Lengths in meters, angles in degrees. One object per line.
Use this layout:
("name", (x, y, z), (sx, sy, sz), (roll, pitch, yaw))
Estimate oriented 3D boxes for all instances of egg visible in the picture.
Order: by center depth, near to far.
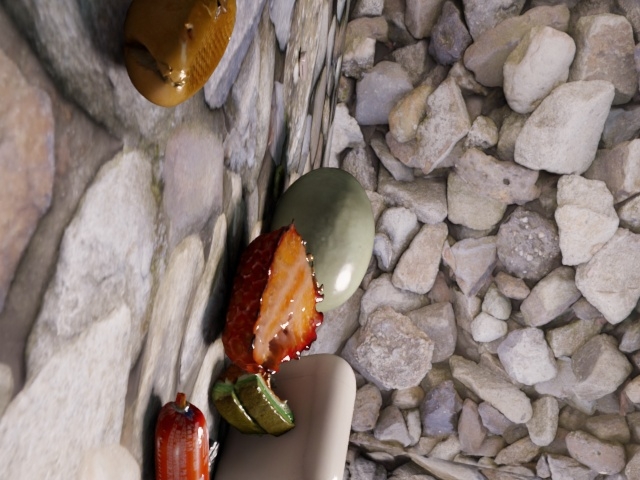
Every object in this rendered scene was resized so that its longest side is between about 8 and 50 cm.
("egg", (0.000, 0.000, 1.292), (0.258, 0.258, 0.353), (64, 35, -82))

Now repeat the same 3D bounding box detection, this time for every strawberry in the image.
("strawberry", (-0.102, 0.130, 1.015), (0.253, 0.150, 0.280), (60, 36, -49))

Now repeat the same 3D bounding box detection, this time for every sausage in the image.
("sausage", (-0.188, 0.318, 0.732), (0.074, 0.074, 0.274), (-72, 169, -63))

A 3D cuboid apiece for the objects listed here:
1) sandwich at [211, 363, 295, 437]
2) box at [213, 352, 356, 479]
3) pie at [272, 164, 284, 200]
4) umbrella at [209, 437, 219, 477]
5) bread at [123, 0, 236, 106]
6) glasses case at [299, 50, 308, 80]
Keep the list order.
("sandwich", (-0.131, 0.289, 1.053), (0.160, 0.109, 0.185), (-104, 171, -49))
("box", (-0.071, 0.408, 1.148), (0.141, 0.288, 0.349), (52, 35, -33))
("pie", (-0.097, -0.135, 1.265), (0.084, 0.021, 0.084), (9, 90, -86))
("umbrella", (-0.202, 0.415, 0.872), (0.050, 0.046, 0.189), (33, 59, -44))
("bread", (-0.125, -0.184, 0.479), (0.114, 0.077, 0.189), (-60, -171, 32))
("glasses case", (-0.042, -0.436, 1.353), (0.083, 0.021, 0.032), (90, 7, -64))
